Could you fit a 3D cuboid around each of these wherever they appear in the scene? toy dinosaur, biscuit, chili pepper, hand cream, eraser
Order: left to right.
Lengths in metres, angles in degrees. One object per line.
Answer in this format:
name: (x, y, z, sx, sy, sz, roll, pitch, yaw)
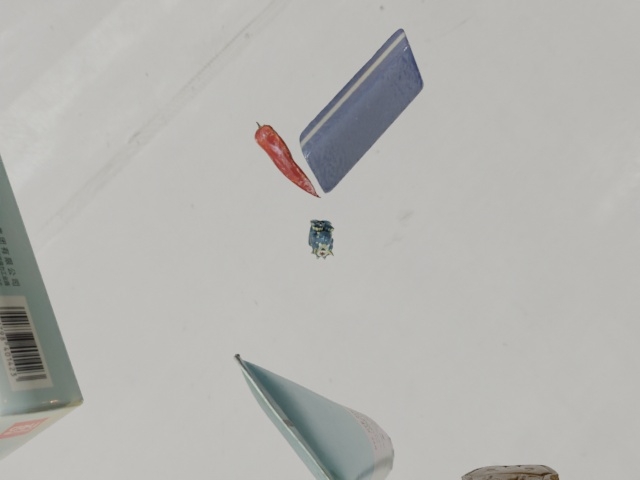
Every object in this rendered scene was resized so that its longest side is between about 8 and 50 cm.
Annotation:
chili pepper: (-0.063, -0.137, 1.361, 0.178, 0.045, 0.027, 51, 41, 1)
toy dinosaur: (0.000, 0.000, 1.044, 0.030, 0.083, 0.047, 5, 104, -9)
hand cream: (0.008, 0.163, 0.607, 0.070, 0.312, 0.111, -40, 67, -2)
eraser: (0.056, -0.164, 0.986, 0.036, 0.082, 0.225, 32, 74, 37)
biscuit: (0.340, 0.447, 1.425, 0.182, 0.215, 0.034, -9, 87, 22)

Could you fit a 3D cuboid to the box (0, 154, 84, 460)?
box: (-0.296, 0.041, 0.618, 0.135, 0.079, 0.269, -34, 70, 25)
